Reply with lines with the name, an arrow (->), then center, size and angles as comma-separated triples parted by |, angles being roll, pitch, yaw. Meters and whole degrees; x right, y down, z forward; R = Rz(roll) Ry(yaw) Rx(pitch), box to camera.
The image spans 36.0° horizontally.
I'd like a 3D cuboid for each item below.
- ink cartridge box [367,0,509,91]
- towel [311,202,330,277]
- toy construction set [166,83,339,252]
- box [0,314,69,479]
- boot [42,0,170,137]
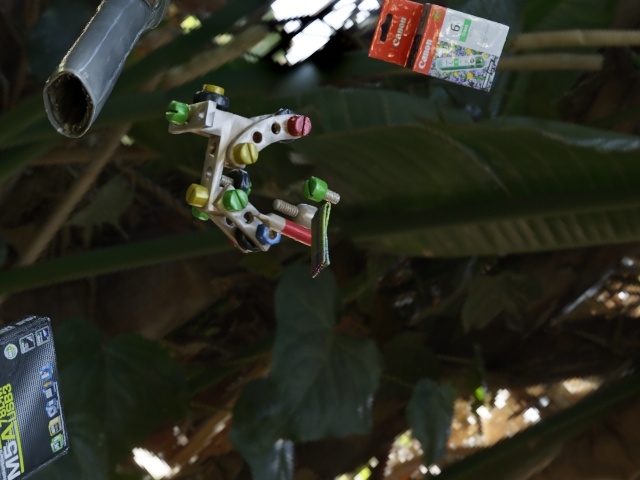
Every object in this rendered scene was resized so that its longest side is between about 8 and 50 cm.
ink cartridge box -> 0.108, -0.181, 0.903 | 0.115, 0.063, 0.029 | 13, 13, -13
towel -> 0.000, 0.000, 0.917 | 0.083, 0.009, 0.060 | 126, -35, -76
toy construction set -> -0.138, -0.109, 1.571 | 0.237, 0.257, 0.309 | 23, 13, -39
box -> -0.393, 0.207, 1.193 | 0.045, 0.184, 0.191 | 4, -74, 27
boot -> -0.216, -0.233, 1.018 | 0.076, 0.208, 0.190 | 24, -41, 9
